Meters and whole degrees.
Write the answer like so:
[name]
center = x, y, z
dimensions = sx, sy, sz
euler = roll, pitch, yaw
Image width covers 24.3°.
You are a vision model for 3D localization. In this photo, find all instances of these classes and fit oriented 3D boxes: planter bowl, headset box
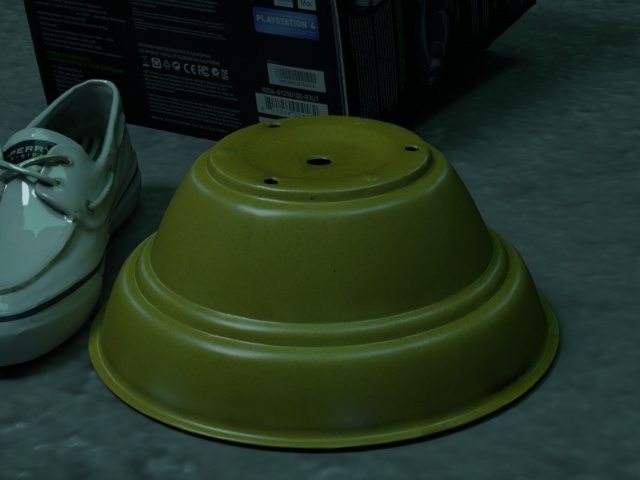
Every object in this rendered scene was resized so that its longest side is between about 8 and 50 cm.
[planter bowl]
center = 0.000, 0.000, 0.673
dimensions = 0.217, 0.090, 0.217
euler = -2, 24, 1
[headset box]
center = -0.015, -0.186, 1.000
dimensions = 0.246, 0.131, 0.283
euler = 14, 37, 30

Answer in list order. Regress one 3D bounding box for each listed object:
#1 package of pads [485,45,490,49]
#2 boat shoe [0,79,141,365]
[package of pads]
center = 0.079, -0.154, 1.086
dimensions = 0.083, 0.032, 0.050
euler = 14, 32, 31
[boat shoe]
center = -0.144, -0.019, 0.739
dimensions = 0.083, 0.075, 0.226
euler = 0, 24, 3
